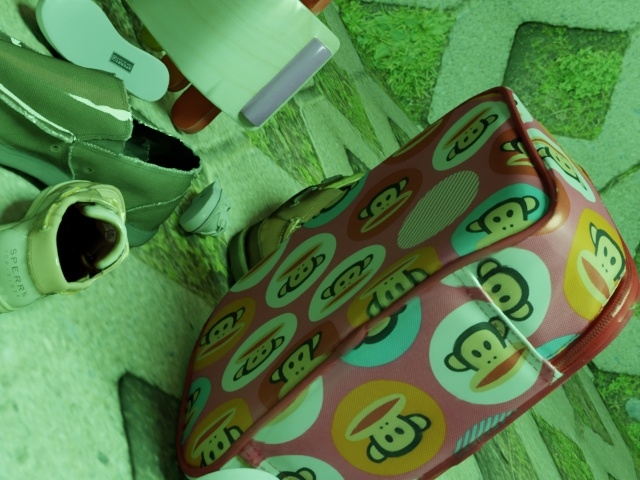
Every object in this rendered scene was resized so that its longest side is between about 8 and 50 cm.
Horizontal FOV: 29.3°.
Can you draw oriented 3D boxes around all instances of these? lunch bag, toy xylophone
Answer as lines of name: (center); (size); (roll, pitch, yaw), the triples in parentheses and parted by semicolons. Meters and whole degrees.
lunch bag: (0.042, 0.035, 0.786); (0.120, 0.293, 0.258); (45, 18, -22)
toy xylophone: (-0.093, -0.259, 1.116); (0.081, 0.236, 0.322); (32, 25, -54)

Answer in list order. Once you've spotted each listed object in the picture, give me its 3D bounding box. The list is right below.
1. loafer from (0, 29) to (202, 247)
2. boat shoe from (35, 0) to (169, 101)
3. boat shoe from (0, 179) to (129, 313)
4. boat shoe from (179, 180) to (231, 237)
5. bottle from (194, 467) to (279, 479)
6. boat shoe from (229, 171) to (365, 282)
loafer: (-0.167, -0.089, 0.781); (0.251, 0.087, 0.094); (40, 22, -48)
boat shoe: (-0.180, -0.155, 0.984); (0.040, 0.049, 0.142); (24, -8, 41)
boat shoe: (-0.139, 0.001, 0.703); (0.170, 0.059, 0.063); (-56, 136, -70)
boat shoe: (-0.089, -0.020, 0.996); (0.035, 0.035, 0.100); (50, 9, -10)
bottle: (-0.017, 0.234, 0.550); (0.118, 0.092, 0.283); (44, 18, -43)
boat shoe: (0.000, 0.000, 1.093); (0.110, 0.104, 0.307); (53, 15, -13)
